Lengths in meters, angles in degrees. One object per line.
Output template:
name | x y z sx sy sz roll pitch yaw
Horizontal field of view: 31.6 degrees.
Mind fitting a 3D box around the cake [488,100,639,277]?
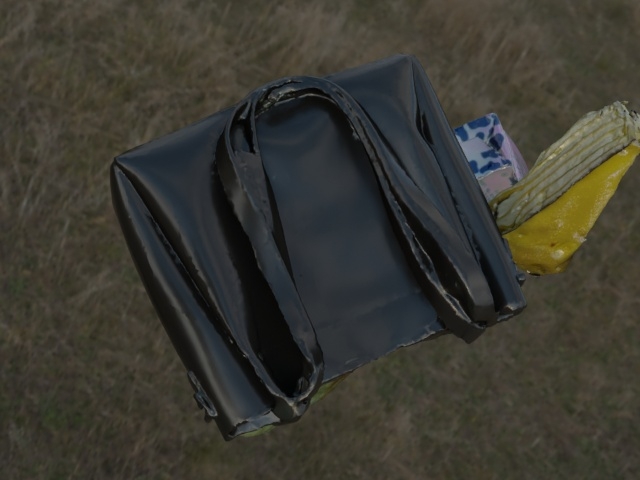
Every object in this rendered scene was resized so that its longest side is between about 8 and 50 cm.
cake | 0.195 -0.049 0.991 0.116 0.185 0.080 3 50 -14

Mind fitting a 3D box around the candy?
candy | 0.226 -0.085 1.460 0.160 0.073 0.092 42 29 -57

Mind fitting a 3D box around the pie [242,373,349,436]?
pie | -0.031 0.161 1.457 0.248 0.201 0.090 -35 56 -15

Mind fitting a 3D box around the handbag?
handbag | 0.000 0.000 0.903 0.285 0.113 0.257 -21 72 -13
